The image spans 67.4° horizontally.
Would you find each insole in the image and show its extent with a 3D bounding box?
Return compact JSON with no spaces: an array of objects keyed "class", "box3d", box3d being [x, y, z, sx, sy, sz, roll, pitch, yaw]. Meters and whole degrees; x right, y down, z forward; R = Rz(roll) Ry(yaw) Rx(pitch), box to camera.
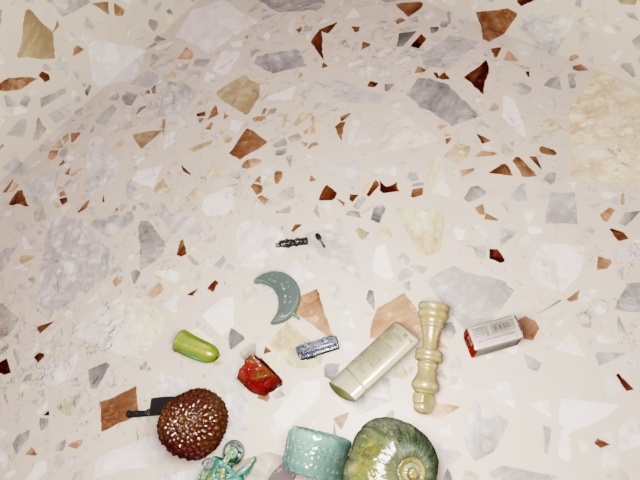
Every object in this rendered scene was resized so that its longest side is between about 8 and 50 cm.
[{"class":"insole","box3d":[-0.120,0.828,1.707,0.081,0.011,0.248,34,75,20]}]

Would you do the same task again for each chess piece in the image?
[{"class":"chess piece","box3d":[0.391,0.425,1.747,0.117,0.117,0.397,7,69,14]}]

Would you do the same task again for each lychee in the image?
[{"class":"lychee","box3d":[-0.467,0.654,1.715,0.271,0.271,0.271,-4,65,9]}]

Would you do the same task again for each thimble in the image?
[{"class":"thimble","box3d":[-0.017,0.720,1.627,0.235,0.198,0.143,22,69,-17]}]

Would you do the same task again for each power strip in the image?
[{"class":"power strip","box3d":[-0.163,0.232,1.972,0.168,0.054,0.253,-29,62,-2]}]

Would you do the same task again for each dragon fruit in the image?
[{"class":"dragon fruit","box3d":[-0.236,0.515,1.801,0.120,0.161,0.127,-46,55,-13]}]

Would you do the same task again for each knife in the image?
[{"class":"knife","box3d":[-0.645,0.654,1.888,0.245,0.019,0.072,-7,60,4]}]

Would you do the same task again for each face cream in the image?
[{"class":"face cream","box3d":[0.191,0.448,1.754,0.348,0.173,0.081,-41,108,-9]}]

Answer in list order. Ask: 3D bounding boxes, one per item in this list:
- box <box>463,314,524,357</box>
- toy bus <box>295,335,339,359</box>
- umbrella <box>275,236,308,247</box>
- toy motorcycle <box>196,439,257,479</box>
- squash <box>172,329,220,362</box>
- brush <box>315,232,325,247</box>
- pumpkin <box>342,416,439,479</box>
[{"class":"box","box3d":[0.619,0.343,1.728,0.182,0.133,0.099,-18,64,4]},{"class":"toy bus","box3d":[-0.011,0.416,1.861,0.166,0.047,0.065,-18,67,2]},{"class":"umbrella","box3d":[-0.125,0.010,2.078,0.144,0.037,0.040,-8,63,5]},{"class":"toy motorcycle","box3d":[-0.349,0.860,1.684,0.198,0.109,0.296,32,76,20]},{"class":"squash","box3d":[-0.490,0.437,1.918,0.188,0.095,0.095,20,70,18]},{"class":"brush","box3d":[0.000,0.000,2.074,0.024,0.008,0.083,-27,63,-6]},{"class":"pumpkin","box3d":[0.214,0.748,1.535,0.291,0.257,0.327,39,59,1]}]
